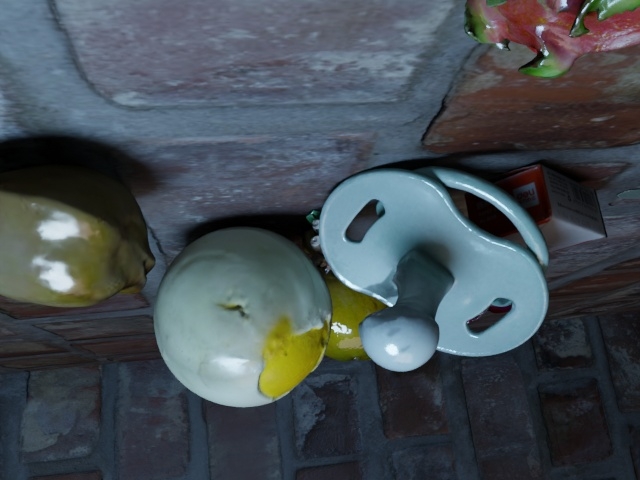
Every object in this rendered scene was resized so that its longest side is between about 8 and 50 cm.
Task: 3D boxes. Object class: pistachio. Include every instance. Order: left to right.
[{"bbox_3d":[-0.325,-0.009,0.691,0.261,0.162,0.212,2,148,20],"label":"pistachio"}]

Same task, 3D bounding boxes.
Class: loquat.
[{"bbox_3d":[0.053,0.135,1.303,0.214,0.246,0.213,-17,-154,9],"label":"loquat"}]

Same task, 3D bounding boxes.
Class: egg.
[{"bbox_3d":[-0.124,0.123,0.996,0.283,0.282,0.345,-5,168,-6],"label":"egg"}]

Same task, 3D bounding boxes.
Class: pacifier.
[{"bbox_3d":[0.139,0.058,0.813,0.343,0.269,0.288,33,132,-2],"label":"pacifier"}]

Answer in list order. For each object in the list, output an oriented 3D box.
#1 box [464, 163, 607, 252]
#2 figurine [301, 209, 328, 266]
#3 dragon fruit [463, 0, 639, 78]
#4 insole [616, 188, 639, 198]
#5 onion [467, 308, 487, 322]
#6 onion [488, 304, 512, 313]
[{"bbox_3d":[0.327,-0.043,0.934,0.182,0.099,0.133,10,158,-41],"label":"box"},{"bbox_3d":[0.000,0.000,1.012,0.083,0.083,0.187,-9,171,7],"label":"figurine"},{"bbox_3d":[0.176,-0.183,0.315,0.137,0.135,0.236,15,137,-40],"label":"dragon fruit"},{"bbox_3d":[0.584,-0.080,1.079,0.153,0.002,0.053,2,162,-29],"label":"insole"},{"bbox_3d":[0.231,0.062,1.199,0.230,0.163,0.230,23,146,17],"label":"onion"},{"bbox_3d":[0.395,0.090,1.374,0.173,0.135,0.198,-14,161,16],"label":"onion"}]
